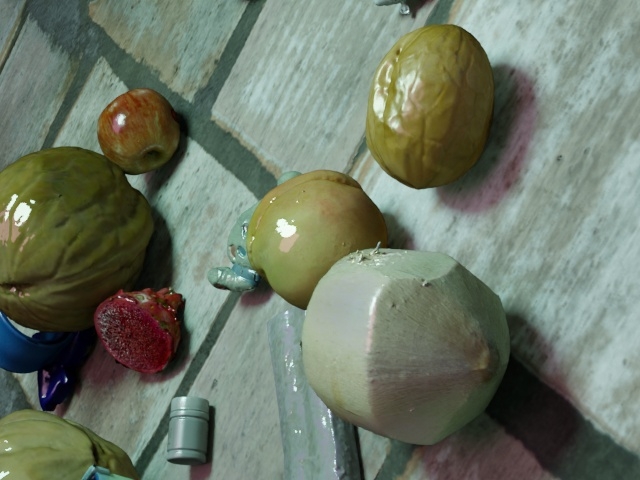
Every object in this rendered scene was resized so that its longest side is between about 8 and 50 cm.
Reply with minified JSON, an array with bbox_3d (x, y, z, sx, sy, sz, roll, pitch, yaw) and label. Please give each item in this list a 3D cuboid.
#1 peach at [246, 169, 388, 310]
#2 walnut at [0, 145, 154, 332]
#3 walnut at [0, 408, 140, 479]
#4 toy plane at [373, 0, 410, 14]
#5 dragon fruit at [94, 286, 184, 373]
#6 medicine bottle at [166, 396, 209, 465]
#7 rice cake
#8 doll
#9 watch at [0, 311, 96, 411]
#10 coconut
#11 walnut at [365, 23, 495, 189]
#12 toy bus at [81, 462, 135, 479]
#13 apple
[{"bbox_3d":[0.000,0.000,1.358,0.184,0.184,0.184,-24,56,42],"label":"peach"},{"bbox_3d":[-0.426,-0.004,1.768,0.333,0.333,0.333,-24,56,42],"label":"walnut"},{"bbox_3d":[-0.421,0.434,1.521,0.381,0.381,0.381,-24,56,42],"label":"walnut"},{"bbox_3d":[0.166,-0.430,1.441,0.273,0.107,0.182,-43,-2,4],"label":"toy plane"},{"bbox_3d":[-0.274,0.130,1.698,0.153,0.153,0.111,-28,11,40],"label":"dragon fruit"},{"bbox_3d":[-0.193,0.279,1.553,0.058,0.058,0.091,-21,58,44],"label":"medicine bottle"},{"bbox_3d":[-0.011,0.214,1.370,0.106,0.050,0.298,-35,49,35],"label":"rice cake"},{"bbox_3d":[-0.082,-0.005,1.541,0.214,0.071,0.103,-49,54,11],"label":"doll"},{"bbox_3d":[-0.514,0.160,1.884,0.171,0.200,0.196,-47,40,22],"label":"watch"},{"bbox_3d":[0.103,0.111,1.157,0.234,0.224,0.224,-8,68,56],"label":"coconut"},{"bbox_3d":[0.135,-0.163,1.285,0.159,0.159,0.207,5,79,51],"label":"walnut"},{"bbox_3d":[-0.173,0.397,1.109,0.152,0.190,0.312,-56,36,10],"label":"toy bus"},{"bbox_3d":[-0.316,-0.187,1.847,0.146,0.146,0.131,-41,69,32],"label":"apple"}]
